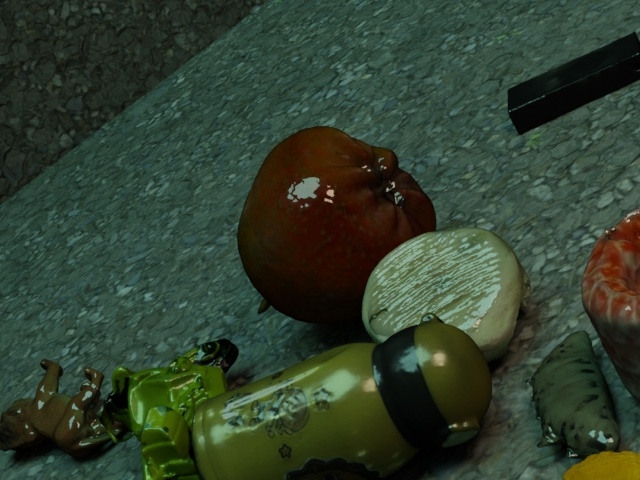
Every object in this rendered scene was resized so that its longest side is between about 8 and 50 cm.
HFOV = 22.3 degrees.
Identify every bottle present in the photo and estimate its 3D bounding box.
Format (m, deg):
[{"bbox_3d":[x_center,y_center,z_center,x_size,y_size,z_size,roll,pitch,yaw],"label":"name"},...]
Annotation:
[{"bbox_3d":[0.033,0.208,1.909,0.351,0.171,0.171,-24,25,19],"label":"bottle"}]

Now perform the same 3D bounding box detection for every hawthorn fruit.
[{"bbox_3d":[0.000,0.000,2.253,0.298,0.277,0.277,-47,17,26],"label":"hawthorn fruit"}]

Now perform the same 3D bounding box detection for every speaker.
[{"bbox_3d":[0.389,-0.239,2.463,0.218,0.044,0.082,-24,26,20],"label":"speaker"}]

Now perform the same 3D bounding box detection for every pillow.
[{"bbox_3d":[0.276,0.178,1.804,0.093,0.051,0.241,-23,26,11],"label":"pillow"}]

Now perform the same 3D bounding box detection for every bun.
[{"bbox_3d":[0.167,0.083,2.044,0.210,0.116,0.237,-40,40,-5],"label":"bun"}]

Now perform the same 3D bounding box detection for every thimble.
[{"bbox_3d":[0.403,0.055,1.741,0.239,0.162,0.239,-27,25,14],"label":"thimble"}]

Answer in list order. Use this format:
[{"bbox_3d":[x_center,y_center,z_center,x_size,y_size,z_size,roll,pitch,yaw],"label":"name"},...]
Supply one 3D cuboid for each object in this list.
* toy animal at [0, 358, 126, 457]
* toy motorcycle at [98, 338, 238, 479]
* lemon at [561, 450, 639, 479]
[{"bbox_3d":[-0.385,0.270,2.438,0.312,0.097,0.157,6,57,52],"label":"toy animal"},{"bbox_3d":[-0.198,0.238,2.180,0.206,0.142,0.342,-33,22,5],"label":"toy motorcycle"},{"bbox_3d":[0.284,0.275,1.502,0.142,0.142,0.187,-25,28,18],"label":"lemon"}]
